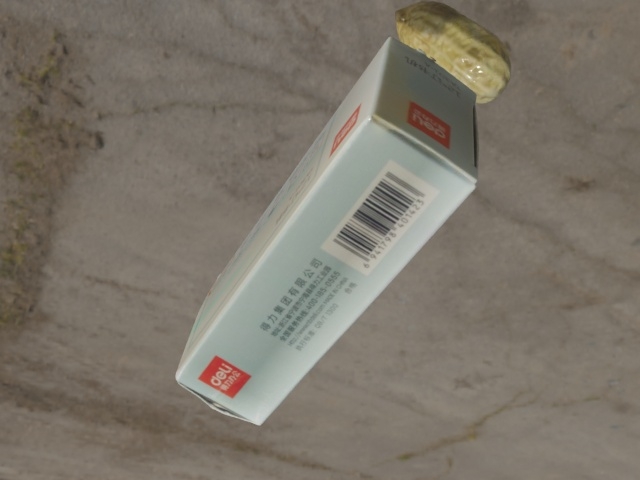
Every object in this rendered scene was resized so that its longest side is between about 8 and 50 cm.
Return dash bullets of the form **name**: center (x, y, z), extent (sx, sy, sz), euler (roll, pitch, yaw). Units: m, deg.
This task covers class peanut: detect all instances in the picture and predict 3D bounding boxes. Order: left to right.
- **peanut**: center (0.162, -0.237, 0.963), extent (0.093, 0.194, 0.083), euler (-20, 139, -21)

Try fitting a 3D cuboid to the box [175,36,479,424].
- **box**: center (0.000, 0.000, 0.554), extent (0.079, 0.135, 0.269), euler (32, 123, -11)
